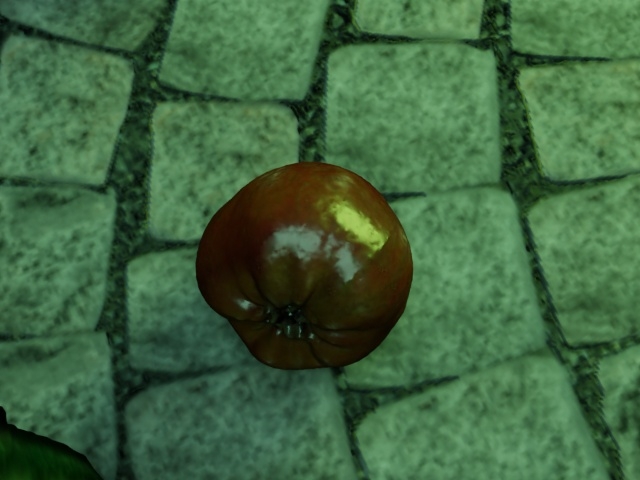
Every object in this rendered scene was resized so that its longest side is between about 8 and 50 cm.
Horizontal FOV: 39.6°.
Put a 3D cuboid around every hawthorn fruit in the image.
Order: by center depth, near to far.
[{"bbox_3d":[-0.004,0.006,0.516,0.125,0.125,0.140,26,78,7],"label":"hawthorn fruit"}]

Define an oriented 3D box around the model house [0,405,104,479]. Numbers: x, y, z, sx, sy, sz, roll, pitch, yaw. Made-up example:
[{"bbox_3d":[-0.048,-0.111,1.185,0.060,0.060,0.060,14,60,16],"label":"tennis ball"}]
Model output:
[{"bbox_3d":[-0.189,0.248,0.357,0.284,0.298,0.243,-35,77,-9],"label":"model house"}]
